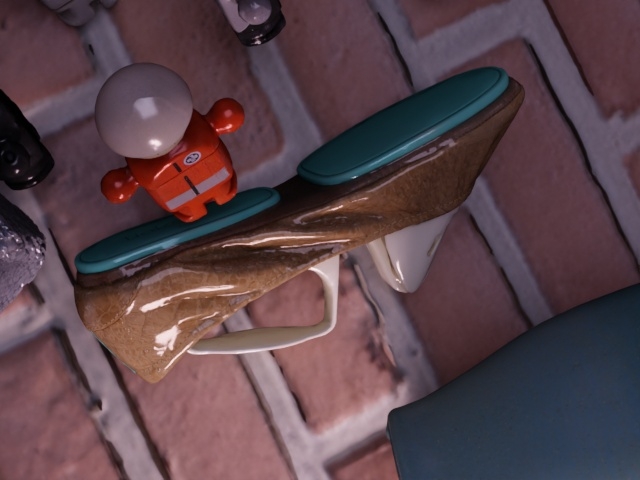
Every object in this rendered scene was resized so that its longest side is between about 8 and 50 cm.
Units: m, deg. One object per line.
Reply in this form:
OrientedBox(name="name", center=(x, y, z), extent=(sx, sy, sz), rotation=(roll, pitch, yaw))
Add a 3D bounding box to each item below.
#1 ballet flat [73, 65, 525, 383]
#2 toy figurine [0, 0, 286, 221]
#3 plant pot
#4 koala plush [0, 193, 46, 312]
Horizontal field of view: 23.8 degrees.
OrientedBox(name="ballet flat", center=(0.000, 0.000, 1.052), extent=(0.342, 0.116, 0.124), rotation=(-27, 109, -11))
OrientedBox(name="toy figurine", center=(-0.139, -0.131, 0.974), extent=(0.213, 0.148, 0.209), rotation=(12, 71, 19))
OrientedBox(name="plant pot", center=(0.185, 0.164, 0.992), extent=(0.255, 0.271, 0.271), rotation=(-15, 86, 3))
OrientedBox(name="koala plush", center=(-0.321, 0.016, 0.956), extent=(0.221, 0.203, 0.196), rotation=(-43, 92, 0))
